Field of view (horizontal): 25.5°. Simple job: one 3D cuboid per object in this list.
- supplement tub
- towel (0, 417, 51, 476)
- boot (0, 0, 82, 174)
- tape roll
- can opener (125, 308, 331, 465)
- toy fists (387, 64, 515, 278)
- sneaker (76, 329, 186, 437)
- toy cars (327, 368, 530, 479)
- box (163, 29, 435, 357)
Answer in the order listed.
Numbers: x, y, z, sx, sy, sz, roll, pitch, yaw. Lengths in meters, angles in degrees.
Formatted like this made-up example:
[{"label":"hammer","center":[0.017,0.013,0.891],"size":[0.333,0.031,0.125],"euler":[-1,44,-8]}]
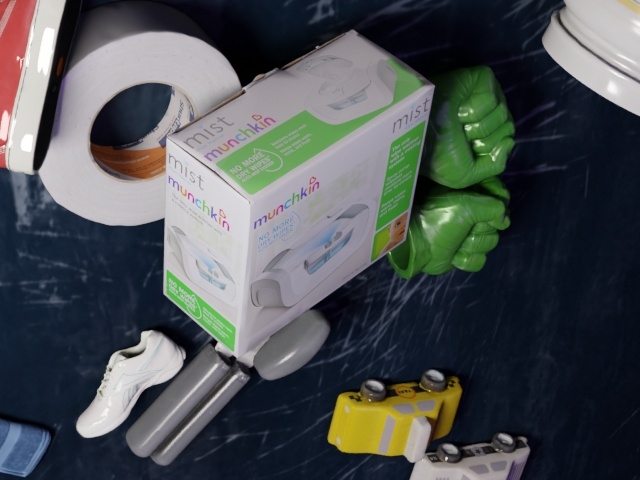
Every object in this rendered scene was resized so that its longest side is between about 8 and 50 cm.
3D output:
[{"label":"supplement tub","center":[0.403,-0.308,1.495],"size":[0.241,0.241,0.331],"euler":[9,121,-36]},{"label":"towel","center":[-0.366,0.230,1.594],"size":[0.119,0.029,0.067],"euler":[22,110,-40]},{"label":"boot","center":[-0.310,-0.197,1.261],"size":[0.176,0.088,0.244],"euler":[15,95,0]},{"label":"tape roll","center":[-0.187,-0.124,1.401],"size":[0.219,0.072,0.219],"euler":[-16,130,-20]},{"label":"can opener","center":[-0.113,0.163,1.660],"size":[0.280,0.093,0.074],"euler":[-43,135,12]},{"label":"toy fists","center":[0.156,-0.074,1.630],"size":[0.142,0.096,0.279],"euler":[-18,130,-20]},{"label":"sneaker","center":[-0.228,0.160,1.614],"size":[0.152,0.053,0.061],"euler":[-44,125,-3]},{"label":"toy cars","center":[0.167,0.291,1.922],"size":[0.176,0.087,0.393],"euler":[-43,134,5]},{"label":"box","center":[-0.027,-0.052,1.443],"size":[0.262,0.127,0.231],"euler":[-33,149,-33]}]
